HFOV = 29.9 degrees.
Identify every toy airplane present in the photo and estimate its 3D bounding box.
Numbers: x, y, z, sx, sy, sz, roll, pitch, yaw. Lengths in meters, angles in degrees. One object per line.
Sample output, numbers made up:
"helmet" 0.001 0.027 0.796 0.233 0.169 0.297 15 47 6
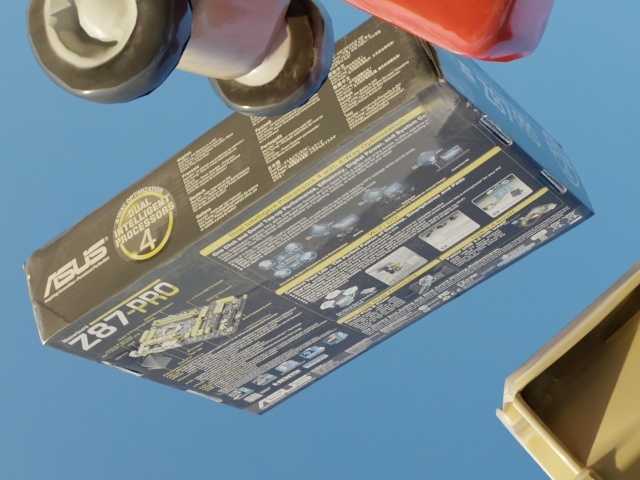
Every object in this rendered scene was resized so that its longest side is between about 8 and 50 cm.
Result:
"toy airplane" -0.069 -0.262 0.447 0.272 0.384 0.386 -44 -150 20

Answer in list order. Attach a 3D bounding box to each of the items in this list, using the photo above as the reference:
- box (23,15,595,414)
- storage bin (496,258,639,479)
"box" 0.000 0.000 1.029 0.395 0.318 0.097 -33 -120 20
"storage bin" 0.242 0.070 0.437 0.262 0.123 0.260 -42 -96 1
